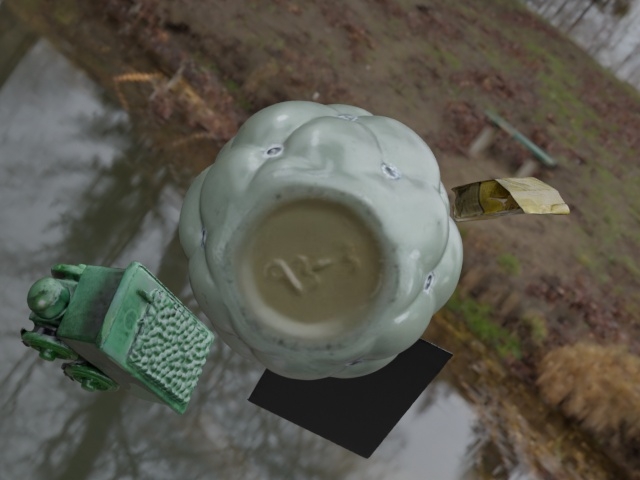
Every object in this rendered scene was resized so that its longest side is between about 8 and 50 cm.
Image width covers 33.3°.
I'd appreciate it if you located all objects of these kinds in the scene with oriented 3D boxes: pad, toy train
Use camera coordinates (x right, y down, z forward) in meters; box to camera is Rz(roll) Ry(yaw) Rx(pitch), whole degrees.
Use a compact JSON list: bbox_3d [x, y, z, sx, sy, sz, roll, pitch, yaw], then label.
[{"bbox_3d":[0.025,0.157,1.221,0.170,0.245,0.006,26,47,-3],"label":"pad"},{"bbox_3d":[-0.294,0.131,1.517,0.202,0.145,0.266,6,-27,29],"label":"toy train"}]

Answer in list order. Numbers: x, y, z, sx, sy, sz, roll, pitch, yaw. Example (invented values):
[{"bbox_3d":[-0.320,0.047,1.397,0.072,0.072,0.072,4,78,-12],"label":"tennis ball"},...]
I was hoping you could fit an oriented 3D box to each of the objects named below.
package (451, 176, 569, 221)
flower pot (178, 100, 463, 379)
[{"bbox_3d":[0.210,-0.047,1.195,0.071,0.047,0.131,-2,-2,-27],"label":"package"},{"bbox_3d":[0.000,0.000,0.921,0.246,0.246,0.195,38,13,-5],"label":"flower pot"}]
